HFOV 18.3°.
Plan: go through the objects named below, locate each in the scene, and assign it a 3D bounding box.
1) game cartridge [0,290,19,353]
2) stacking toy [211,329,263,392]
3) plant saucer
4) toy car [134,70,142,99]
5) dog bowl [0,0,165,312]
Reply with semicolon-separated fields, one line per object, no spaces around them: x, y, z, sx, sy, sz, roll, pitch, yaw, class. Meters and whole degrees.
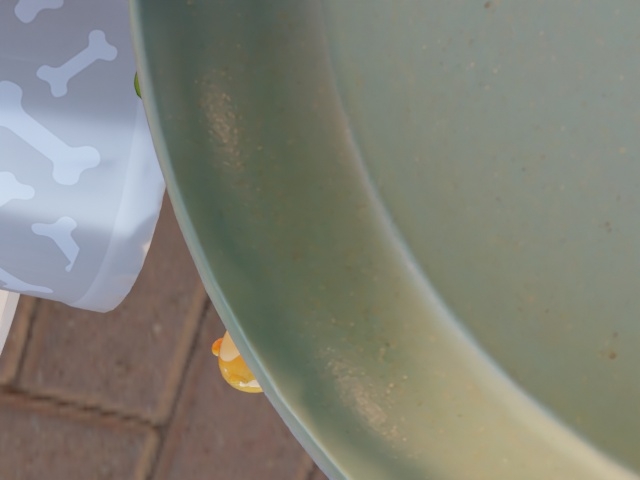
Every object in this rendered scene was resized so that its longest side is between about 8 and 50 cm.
-0.322;0.035;1.475;0.196;0.060;0.294;16;86;16;game cartridge
0.000;0.000;1.358;0.175;0.302;0.165;2;126;25;stacking toy
0.095;-0.077;0.337;0.044;0.317;0.317;4;121;-53;plant saucer
0.059;-0.063;0.546;0.149;0.188;0.155;29;89;15;toy car
-0.150;-0.140;0.916;0.102;0.349;0.348;0;115;-19;dog bowl
